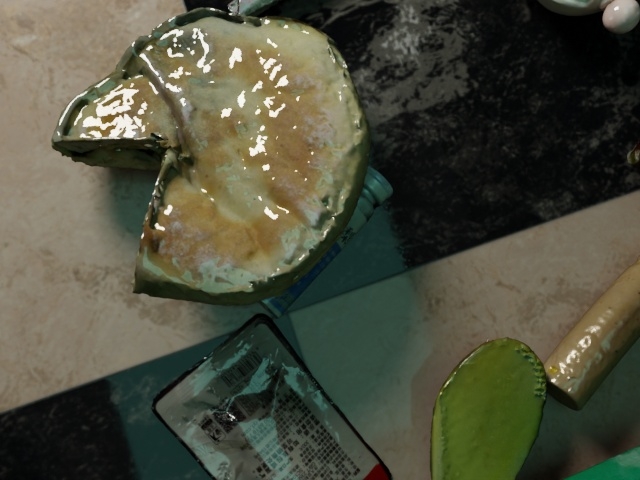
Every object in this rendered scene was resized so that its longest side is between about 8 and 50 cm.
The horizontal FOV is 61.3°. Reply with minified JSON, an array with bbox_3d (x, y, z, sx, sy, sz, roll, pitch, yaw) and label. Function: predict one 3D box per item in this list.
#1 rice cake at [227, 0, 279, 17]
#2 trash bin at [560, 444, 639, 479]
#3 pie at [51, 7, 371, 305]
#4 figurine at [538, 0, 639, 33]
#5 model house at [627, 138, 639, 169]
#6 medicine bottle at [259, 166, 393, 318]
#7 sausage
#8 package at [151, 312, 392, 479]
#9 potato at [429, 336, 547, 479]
[{"bbox_3d":[-0.023,-0.319,0.636,0.208,0.033,0.033,-38,98,-8],"label":"rice cake"},{"bbox_3d":[0.249,0.332,0.465,0.381,0.259,0.295,-22,101,-15],"label":"trash bin"},{"bbox_3d":[-0.095,-0.099,0.556,0.338,0.075,0.337,1,71,-3],"label":"pie"},{"bbox_3d":[0.348,-0.329,0.635,0.257,0.144,0.181,15,102,-7],"label":"figurine"},{"bbox_3d":[0.558,-0.164,0.539,0.317,0.282,0.297,25,73,0],"label":"model house"},{"bbox_3d":[0.000,0.000,0.589,0.051,0.051,0.191,44,81,1],"label":"medicine bottle"},{"bbox_3d":[0.362,0.067,0.615,0.301,0.066,0.066,-43,89,-11],"label":"sausage"},{"bbox_3d":[-0.047,0.213,0.566,0.154,0.030,0.239,-38,88,-10],"label":"package"},{"bbox_3d":[0.169,0.197,0.582,0.119,0.054,0.197,14,87,-10],"label":"potato"}]
